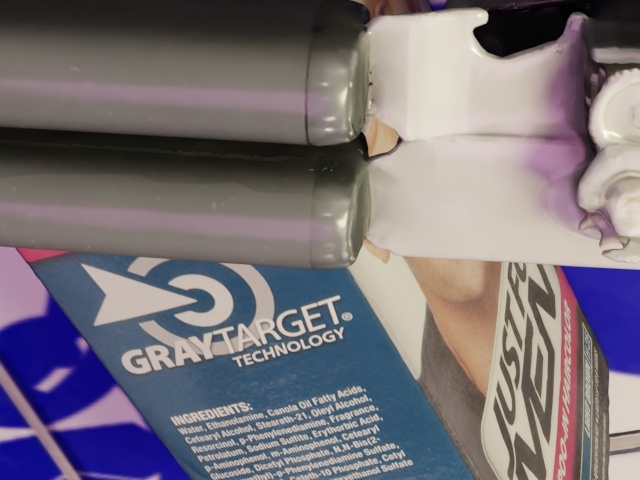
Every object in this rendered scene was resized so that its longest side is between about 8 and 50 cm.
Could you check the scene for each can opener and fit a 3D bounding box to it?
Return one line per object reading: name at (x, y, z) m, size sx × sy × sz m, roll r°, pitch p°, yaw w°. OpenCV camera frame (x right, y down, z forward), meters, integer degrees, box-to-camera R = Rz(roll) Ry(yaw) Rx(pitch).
can opener at (-0.008, -0.035, 0.466) m, size 0.280 × 0.093 × 0.074 m, roll 1°, pitch 123°, yaw 2°

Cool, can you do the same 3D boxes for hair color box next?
hair color box at (0.000, 0.000, 0.652) m, size 0.105 × 0.174 × 0.347 m, roll -15°, pitch 128°, yaw 23°
